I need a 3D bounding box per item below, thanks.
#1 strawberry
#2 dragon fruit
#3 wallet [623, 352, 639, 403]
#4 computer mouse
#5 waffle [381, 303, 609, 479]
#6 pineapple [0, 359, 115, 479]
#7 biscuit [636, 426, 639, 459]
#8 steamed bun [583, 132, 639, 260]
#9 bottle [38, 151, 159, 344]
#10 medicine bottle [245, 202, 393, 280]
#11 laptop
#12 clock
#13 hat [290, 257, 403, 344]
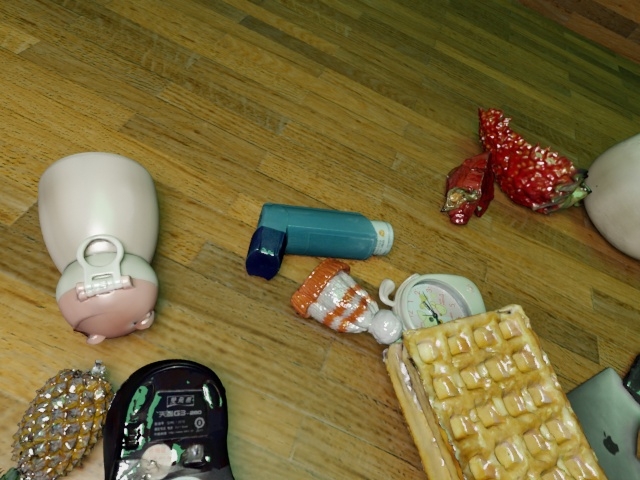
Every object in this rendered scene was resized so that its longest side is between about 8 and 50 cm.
[{"bbox_3d":[0.461,-0.174,0.984,0.233,0.138,0.306,14,30,-51],"label":"strawberry"},{"bbox_3d":[0.316,-0.100,0.924,0.092,0.123,0.192,5,46,33],"label":"dragon fruit"},{"bbox_3d":[0.669,0.340,0.748,0.146,0.030,0.285,-20,65,-36],"label":"wallet"},{"bbox_3d":[-0.164,0.251,0.453,0.137,0.096,0.234,17,53,-33],"label":"computer mouse"},{"bbox_3d":[0.230,0.255,0.547,0.212,0.091,0.308,-9,63,-21],"label":"waffle"},{"bbox_3d":[-0.283,0.232,0.439,0.103,0.083,0.222,22,52,-9],"label":"pineapple"},{"bbox_3d":[0.578,0.387,0.647,0.183,0.047,0.320,24,61,4],"label":"biscuit"},{"bbox_3d":[0.772,-0.088,0.981,0.323,0.206,0.325,10,56,-16],"label":"steamed bun"},{"bbox_3d":[-0.282,0.017,0.555,0.147,0.148,0.237,-7,64,-25],"label":"bottle"},{"bbox_3d":[0.000,0.000,0.710,0.258,0.079,0.124,3,51,-20],"label":"medicine bottle"},{"bbox_3d":[0.471,0.337,0.690,0.268,0.015,0.188,-14,62,-28],"label":"laptop"},{"bbox_3d":[0.185,0.129,0.700,0.190,0.062,0.152,8,56,-15],"label":"clock"},{"bbox_3d":[0.049,0.103,0.635,0.162,0.094,0.112,37,50,17],"label":"hat"}]
